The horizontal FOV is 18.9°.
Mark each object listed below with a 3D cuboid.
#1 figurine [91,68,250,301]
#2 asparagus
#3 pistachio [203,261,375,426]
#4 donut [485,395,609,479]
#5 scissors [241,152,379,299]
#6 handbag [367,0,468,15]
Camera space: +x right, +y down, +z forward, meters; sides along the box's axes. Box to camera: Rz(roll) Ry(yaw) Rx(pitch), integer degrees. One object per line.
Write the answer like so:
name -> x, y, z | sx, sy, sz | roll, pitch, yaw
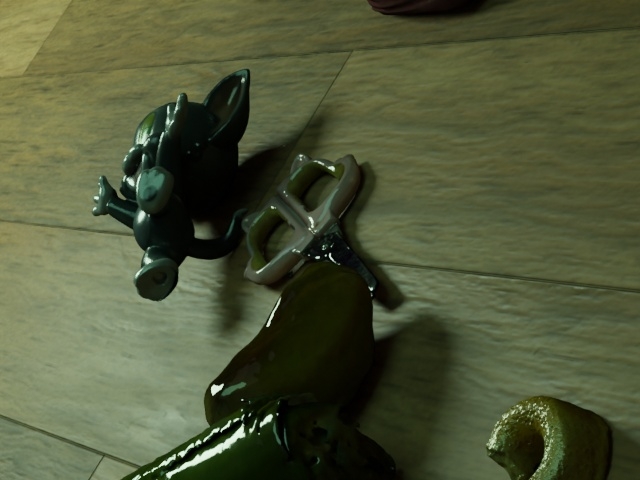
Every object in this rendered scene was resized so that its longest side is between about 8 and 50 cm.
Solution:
figurine -> -0.143, -0.060, 1.997 | 0.265, 0.140, 0.193 | -106, 34, -45
asparagus -> -0.108, 0.228, 1.570 | 0.382, 0.128, 0.108 | -31, 21, 38
pistachio -> -0.014, 0.105, 1.616 | 0.110, 0.100, 0.189 | 18, 54, 38
donut -> 0.154, 0.153, 1.334 | 0.097, 0.043, 0.108 | -38, 33, 28
scissors -> 0.000, 0.000, 1.806 | 0.160, 0.024, 0.317 | -49, 25, 3
handbag -> 0.091, -0.312, 1.932 | 0.146, 0.135, 0.225 | -59, 22, -13
